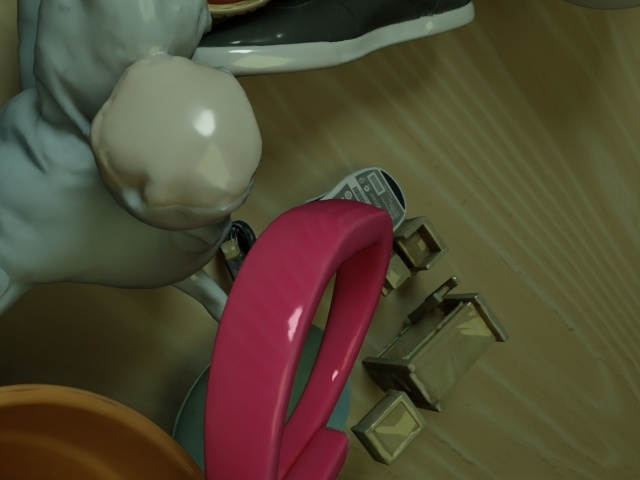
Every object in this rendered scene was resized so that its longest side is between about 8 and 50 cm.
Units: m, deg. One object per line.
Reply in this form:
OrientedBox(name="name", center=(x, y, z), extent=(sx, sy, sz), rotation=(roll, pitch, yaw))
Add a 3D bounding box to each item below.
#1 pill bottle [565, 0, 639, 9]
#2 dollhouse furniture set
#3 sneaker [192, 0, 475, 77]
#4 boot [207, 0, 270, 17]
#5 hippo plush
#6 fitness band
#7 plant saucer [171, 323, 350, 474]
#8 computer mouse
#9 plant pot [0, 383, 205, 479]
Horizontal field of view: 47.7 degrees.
OrientedBox(name="pill bottle", center=(0.201, -0.379, 0.529), extent=(0.407, 0.229, 0.229), rotation=(34, 81, -51))
OrientedBox(name="dollhouse furniture set", center=(0.060, 0.092, 0.719), extent=(0.182, 0.101, 0.161), rotation=(-40, 101, -23))
OrientedBox(name="sneaker", center=(0.005, -0.213, 0.551), extent=(0.295, 0.104, 0.147), rotation=(-27, 117, -36))
OrientedBox(name="boot", center=(-0.025, -0.197, 0.445), extent=(0.157, 0.084, 0.059), rotation=(-31, 86, -12))
OrientedBox(name="hippo plush", center=(-0.181, -0.047, 0.414), extent=(0.236, 0.235, 0.294), rotation=(-19, 159, -16))
OrientedBox(name="fitness band", center=(-0.004, 0.079, 0.476), extent=(0.291, 0.054, 0.209), rotation=(-27, 130, -73))
OrientedBox(name="plant saucer", center=(-0.056, 0.160, 0.656), extent=(0.194, 0.037, 0.195), rotation=(-14, 113, -36))
OrientedBox(name="computer mouse", center=(0.000, 0.000, 0.639), extent=(0.193, 0.042, 0.106), rotation=(-32, 92, -31))
OrientedBox(name="plant pot", center=(-0.202, 0.247, 0.392), extent=(0.291, 0.203, 0.291), rotation=(37, 40, -39))
